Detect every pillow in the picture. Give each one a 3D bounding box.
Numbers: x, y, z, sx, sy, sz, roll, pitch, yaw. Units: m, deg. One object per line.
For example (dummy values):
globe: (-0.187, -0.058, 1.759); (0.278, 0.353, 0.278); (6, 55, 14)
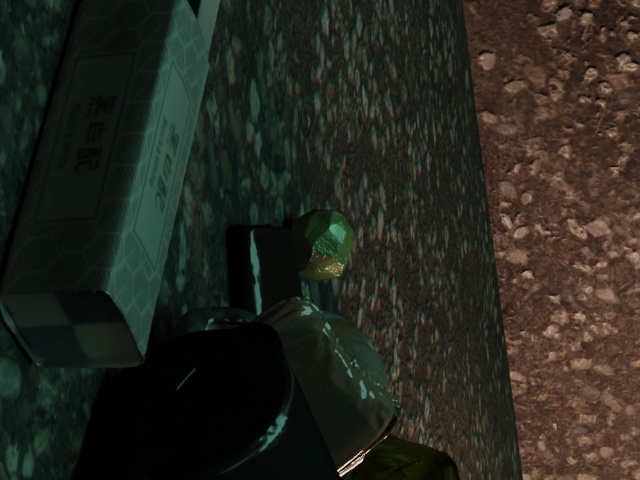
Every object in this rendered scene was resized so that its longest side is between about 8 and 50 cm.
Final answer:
pillow: (-0.016, 0.146, 1.647); (0.211, 0.135, 0.034); (53, -1, -37)

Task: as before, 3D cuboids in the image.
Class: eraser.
eraser: (-0.163, -0.087, 1.446); (0.096, 0.098, 0.404); (70, 22, -49)

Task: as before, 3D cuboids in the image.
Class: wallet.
wallet: (-0.054, 0.136, 1.943); (0.165, 0.042, 0.309); (-1, 86, -74)

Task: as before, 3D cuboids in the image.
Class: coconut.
coconut: (0.000, 0.000, 2.116); (0.082, 0.083, 0.081); (-47, -154, 48)

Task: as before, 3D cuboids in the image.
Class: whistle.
whistle: (-0.056, 0.129, 1.738); (0.348, 0.189, 0.189); (34, 53, -53)

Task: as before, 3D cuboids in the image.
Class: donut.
donut: (0.112, 0.404, 2.304); (0.330, 0.160, 0.330); (5, 90, -73)

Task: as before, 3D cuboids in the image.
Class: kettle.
kettle: (-0.097, 0.258, 1.549); (0.203, 0.262, 0.308); (49, -16, 49)
